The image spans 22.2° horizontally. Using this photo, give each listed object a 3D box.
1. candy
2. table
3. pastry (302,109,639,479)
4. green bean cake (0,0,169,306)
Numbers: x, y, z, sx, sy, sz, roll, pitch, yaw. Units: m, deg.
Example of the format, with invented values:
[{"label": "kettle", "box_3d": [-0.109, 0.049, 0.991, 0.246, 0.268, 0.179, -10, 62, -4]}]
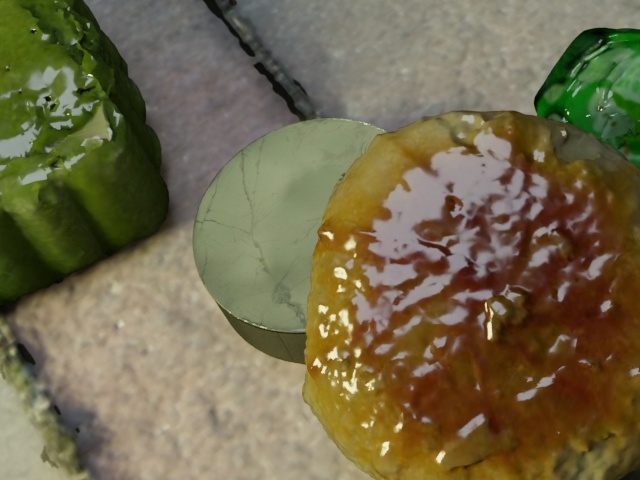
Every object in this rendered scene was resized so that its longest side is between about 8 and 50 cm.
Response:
[{"label": "candy", "box_3d": [0.226, -0.143, 0.896, 0.097, 0.097, 0.323, 26, 62, 28]}, {"label": "table", "box_3d": [0.000, 0.000, 0.885, 0.133, 0.043, 0.133, -8, 58, 12]}, {"label": "pastry", "box_3d": [0.085, 0.035, 0.777, 0.182, 0.093, 0.192, 5, 82, 6]}, {"label": "green bean cake", "box_3d": [-0.209, -0.056, 0.939, 0.214, 0.113, 0.200, -28, 55, -3]}]
